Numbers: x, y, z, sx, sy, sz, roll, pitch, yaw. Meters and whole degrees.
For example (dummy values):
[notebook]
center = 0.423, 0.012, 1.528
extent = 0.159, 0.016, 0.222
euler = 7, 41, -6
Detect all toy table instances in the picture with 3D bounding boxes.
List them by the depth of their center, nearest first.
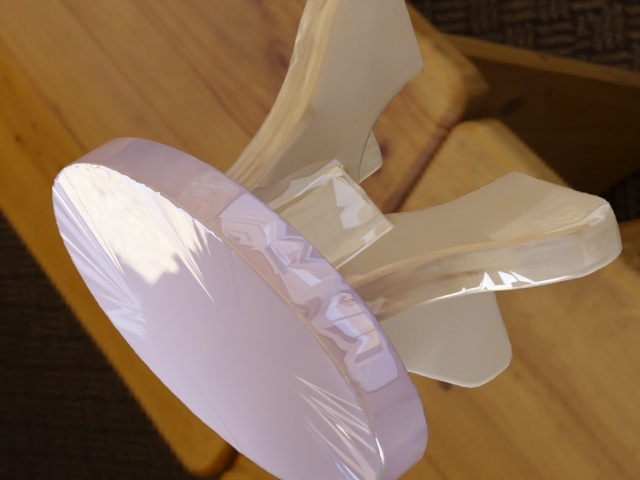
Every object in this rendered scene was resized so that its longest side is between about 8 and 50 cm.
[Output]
[toy table]
center = 0.000, 0.000, 0.672
extent = 0.274, 0.161, 0.252
euler = 34, 149, 42
